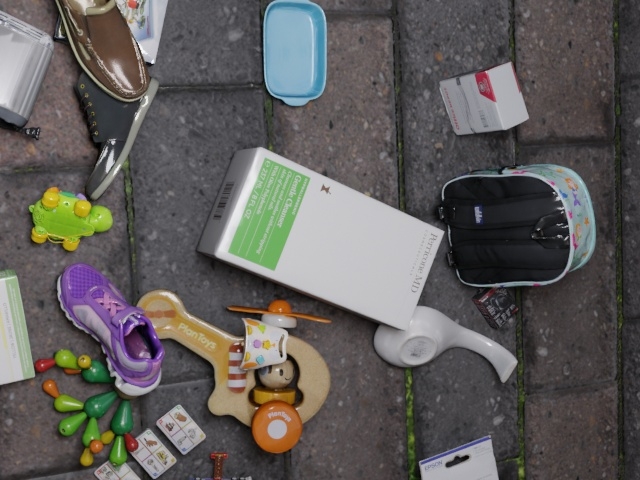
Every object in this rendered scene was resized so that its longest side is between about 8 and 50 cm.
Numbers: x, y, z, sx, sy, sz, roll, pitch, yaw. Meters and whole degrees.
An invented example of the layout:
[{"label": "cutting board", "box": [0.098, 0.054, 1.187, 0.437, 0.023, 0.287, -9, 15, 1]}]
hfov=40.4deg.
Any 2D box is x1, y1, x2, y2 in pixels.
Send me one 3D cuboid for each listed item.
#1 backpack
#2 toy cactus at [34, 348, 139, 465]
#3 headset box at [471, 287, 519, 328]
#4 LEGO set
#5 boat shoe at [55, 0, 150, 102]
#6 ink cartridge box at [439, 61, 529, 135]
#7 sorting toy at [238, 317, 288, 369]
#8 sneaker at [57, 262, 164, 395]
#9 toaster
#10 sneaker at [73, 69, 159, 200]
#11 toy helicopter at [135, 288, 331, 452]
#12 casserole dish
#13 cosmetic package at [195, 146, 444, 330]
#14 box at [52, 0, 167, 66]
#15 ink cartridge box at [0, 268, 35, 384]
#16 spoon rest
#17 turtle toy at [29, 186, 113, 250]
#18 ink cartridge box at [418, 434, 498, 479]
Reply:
[{"label": "backpack", "box": [0.369, -0.030, 1.571, 0.191, 0.253, 0.225, -18, 100, -39]}, {"label": "toy cactus", "box": [-0.343, 0.252, 1.403, 0.180, 0.112, 0.219, -33, 95, -26]}, {"label": "headset box", "box": [0.338, 0.119, 1.686, 0.062, 0.032, 0.083, -41, 106, -14]}, {"label": "LEGO set", "box": [-0.237, 0.418, 1.491, 0.182, 0.060, 0.244, -39, 104, -4]}, {"label": "boat shoe", "box": [-0.336, -0.327, 1.295, 0.095, 0.095, 0.257, -35, 102, -19]}, {"label": "ink cartridge box", "box": [0.294, -0.255, 1.577, 0.063, 0.150, 0.109, -26, 103, -22]}, {"label": "sorting toy", "box": [-0.089, 0.168, 1.401, 0.075, 0.045, 0.083, 6, 80, -21]}, {"label": "sneaker", "box": [-0.318, 0.125, 1.359, 0.095, 0.104, 0.236, -32, 82, -37]}, {"label": "toaster", "box": [-0.492, -0.259, 1.281, 0.227, 0.129, 0.146, 23, 83, -20]}, {"label": "sneaker", "box": [-0.352, -0.179, 1.374, 0.118, 0.083, 0.222, 25, 75, -17]}, {"label": "toy helicopter", "box": [-0.140, 0.175, 1.457, 0.355, 0.140, 0.235, 31, 89, -8]}, {"label": "casserole dish", "box": [-0.048, -0.326, 1.498, 0.114, 0.037, 0.188, -2, 96, -21]}, {"label": "cosmetic package", "box": [0.000, 0.000, 1.480, 0.365, 0.155, 0.197, 21, 85, -20]}, {"label": "box", "box": [-0.320, -0.411, 1.379, 0.159, 0.044, 0.233, 12, 90, -21]}, {"label": "ink cartridge box", "box": [-0.567, 0.148, 1.312, 0.235, 0.056, 0.171, -11, 107, -22]}, {"label": "spoon rest", "box": [0.228, 0.195, 1.622, 0.276, 0.084, 0.137, 17, 118, -18]}, {"label": "turtle toy", "box": [-0.392, -0.038, 1.367, 0.130, 0.066, 0.095, 16, 123, -22]}, {"label": "ink cartridge box", "box": [0.274, 0.545, 1.679, 0.165, 0.065, 0.333, -13, 100, -20]}]
